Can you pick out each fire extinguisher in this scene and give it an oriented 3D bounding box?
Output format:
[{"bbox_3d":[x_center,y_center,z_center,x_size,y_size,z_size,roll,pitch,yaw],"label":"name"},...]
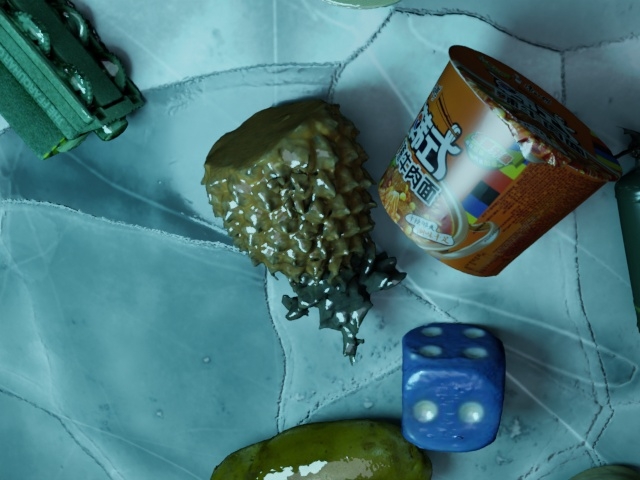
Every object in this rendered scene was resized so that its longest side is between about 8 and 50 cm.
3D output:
[{"bbox_3d":[0.439,-0.018,0.904,0.118,0.093,0.294,-19,104,-10],"label":"fire extinguisher"}]

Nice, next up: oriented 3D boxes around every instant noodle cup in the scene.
[{"bbox_3d":[0.205,-0.087,0.854,0.250,0.250,0.192,35,119,-1],"label":"instant noodle cup"}]

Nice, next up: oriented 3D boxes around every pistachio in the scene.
[{"bbox_3d":[0.420,0.397,1.038,0.149,0.113,0.113,-14,105,22],"label":"pistachio"}]

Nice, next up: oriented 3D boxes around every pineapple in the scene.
[{"bbox_3d":[0.001,-0.001,0.947,0.223,0.223,0.357,-20,114,17],"label":"pineapple"}]

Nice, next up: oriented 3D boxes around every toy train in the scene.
[{"bbox_3d":[-0.412,-0.260,0.975,0.178,0.138,0.330,-33,102,28],"label":"toy train"}]

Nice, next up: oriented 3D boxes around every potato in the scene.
[{"bbox_3d":[-0.008,0.388,1.093,0.369,0.176,0.195,-23,75,14],"label":"potato"}]

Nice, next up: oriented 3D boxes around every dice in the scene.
[{"bbox_3d":[0.185,0.208,0.996,0.146,0.146,0.143,4,110,10],"label":"dice"}]

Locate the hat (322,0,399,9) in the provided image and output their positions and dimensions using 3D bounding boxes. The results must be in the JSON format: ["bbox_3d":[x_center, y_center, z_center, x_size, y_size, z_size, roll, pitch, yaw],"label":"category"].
[{"bbox_3d":[0.045,-0.409,0.841,0.252,0.110,0.252,4,108,11],"label":"hat"}]
